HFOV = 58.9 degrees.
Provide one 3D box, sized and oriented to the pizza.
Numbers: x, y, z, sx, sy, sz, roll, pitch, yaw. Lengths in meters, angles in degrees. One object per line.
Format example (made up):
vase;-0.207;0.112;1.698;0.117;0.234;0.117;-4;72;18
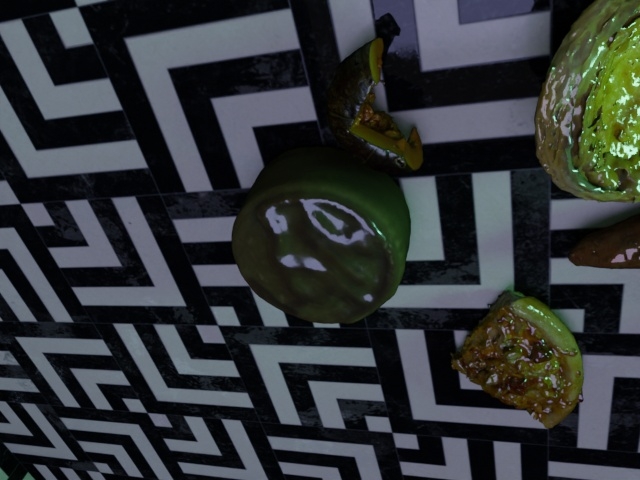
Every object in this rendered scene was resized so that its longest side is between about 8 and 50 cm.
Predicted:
pizza;0.351;0.228;1.023;0.225;0.086;0.336;-11;124;23

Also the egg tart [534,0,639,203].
egg tart;0.366;-0.185;0.663;0.290;0.107;0.291;-6;117;-13

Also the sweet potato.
sweet potato;0.480;-0.004;0.795;0.251;0.097;0.097;-14;121;25

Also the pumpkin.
pumpkin;0.064;-0.171;0.783;0.107;0.119;0.184;-16;115;25

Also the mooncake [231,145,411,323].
mooncake;0.000;0.000;0.913;0.284;0.156;0.285;8;127;12
